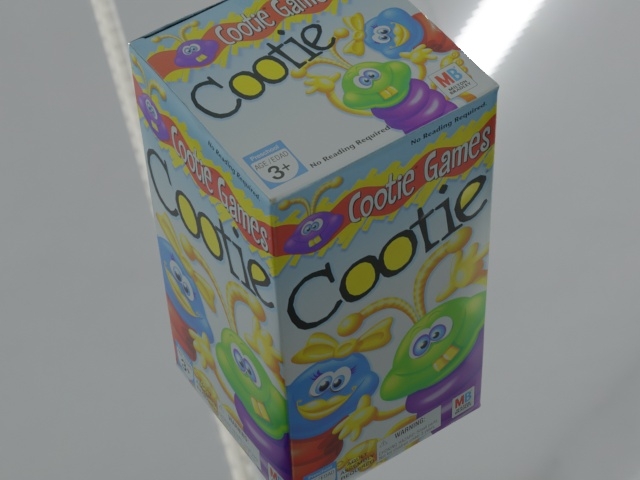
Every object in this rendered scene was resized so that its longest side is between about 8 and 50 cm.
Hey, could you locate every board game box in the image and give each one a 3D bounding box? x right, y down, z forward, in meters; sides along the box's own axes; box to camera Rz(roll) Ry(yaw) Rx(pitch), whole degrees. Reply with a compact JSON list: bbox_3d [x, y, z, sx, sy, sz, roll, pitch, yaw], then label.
[{"bbox_3d":[0.000,0.000,1.010,0.144,0.142,0.275,-28,-37,-20],"label":"board game box"}]
